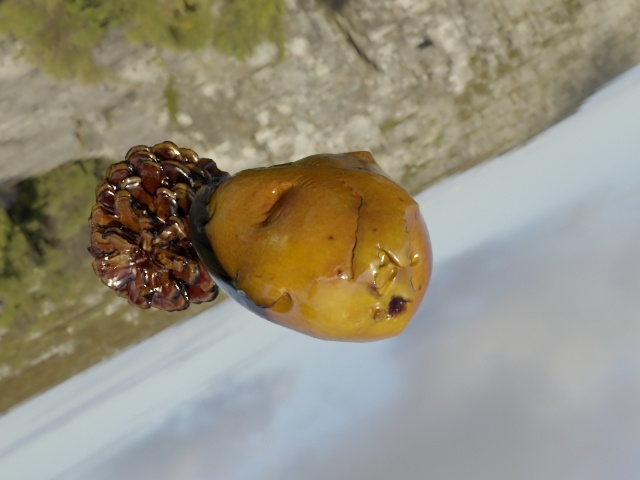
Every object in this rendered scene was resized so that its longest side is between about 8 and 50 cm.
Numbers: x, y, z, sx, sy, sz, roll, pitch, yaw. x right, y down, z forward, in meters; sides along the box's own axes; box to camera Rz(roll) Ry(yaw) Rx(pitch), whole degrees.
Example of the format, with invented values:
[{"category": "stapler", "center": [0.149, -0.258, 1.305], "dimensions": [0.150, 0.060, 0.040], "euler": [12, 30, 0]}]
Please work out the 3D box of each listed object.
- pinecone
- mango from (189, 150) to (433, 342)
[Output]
[{"category": "pinecone", "center": [-0.194, -0.006, 1.505], "dimensions": [0.221, 0.221, 0.221], "euler": [-30, 179, 0]}, {"category": "mango", "center": [0.000, 0.000, 1.184], "dimensions": [0.201, 0.153, 0.287], "euler": [-52, -143, 0]}]
